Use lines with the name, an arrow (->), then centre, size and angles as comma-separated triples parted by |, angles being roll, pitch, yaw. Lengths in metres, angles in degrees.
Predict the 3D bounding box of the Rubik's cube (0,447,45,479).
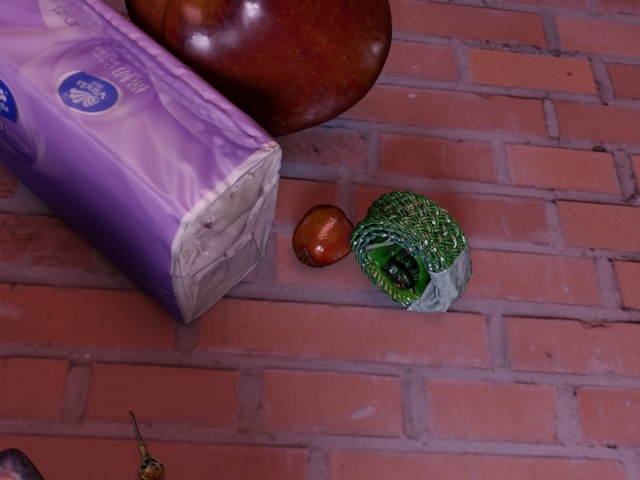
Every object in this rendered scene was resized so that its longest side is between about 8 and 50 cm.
Rubik's cube -> -0.234, 0.386, 0.540 | 0.344, 0.337, 0.344 | -32, 78, -25

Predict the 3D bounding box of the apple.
apple -> -0.067, -0.263, 0.997 | 0.288, 0.317, 0.288 | -5, 78, 25

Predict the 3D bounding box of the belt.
belt -> 0.101, 0.022, 0.964 | 0.151, 0.121, 0.079 | 51, 52, -25

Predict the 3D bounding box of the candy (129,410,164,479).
candy -> -0.179, 0.208, 0.870 | 0.025, 0.023, 0.083 | -20, 54, -11

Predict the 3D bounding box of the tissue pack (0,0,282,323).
tissue pack -> -0.211, -0.091, 0.916 | 0.338, 0.242, 0.160 | 40, 64, 15

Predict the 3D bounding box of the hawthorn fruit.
hawthorn fruit -> 0.003, -0.003, 1.001 | 0.077, 0.077, 0.077 | 4, 58, -7
